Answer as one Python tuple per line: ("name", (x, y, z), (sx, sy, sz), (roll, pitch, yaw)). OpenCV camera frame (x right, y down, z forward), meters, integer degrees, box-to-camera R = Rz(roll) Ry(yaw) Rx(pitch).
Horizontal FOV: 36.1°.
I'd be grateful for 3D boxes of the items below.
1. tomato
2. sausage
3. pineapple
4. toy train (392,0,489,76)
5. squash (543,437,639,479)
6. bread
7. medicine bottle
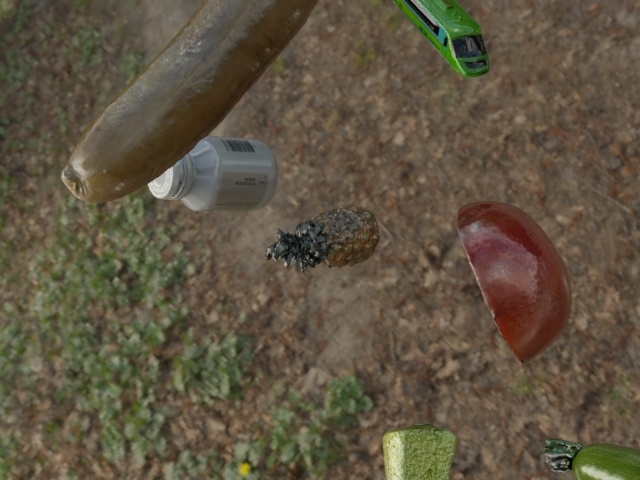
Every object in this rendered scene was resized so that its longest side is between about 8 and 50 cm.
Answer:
("tomato", (0.373, 0.055, 1.811), (0.144, 0.338, 0.338), (-26, 41, 14))
("sausage", (-0.146, -0.238, 1.303), (0.501, 0.136, 0.123), (-50, 46, 1))
("pineapple", (0.000, 0.000, 1.581), (0.108, 0.198, 0.108), (16, 111, 50))
("toy train", (0.131, -0.258, 1.108), (0.044, 0.042, 0.209), (-15, 46, -18))
("squash", (0.324, 0.243, 0.917), (0.318, 0.080, 0.071), (-157, 82, -70))
("bread", (0.166, 0.373, 1.677), (0.111, 0.129, 0.114), (134, 142, -67))
("medicine bottle", (-0.194, -0.119, 1.750), (0.135, 0.215, 0.135), (2, 92, 50))
